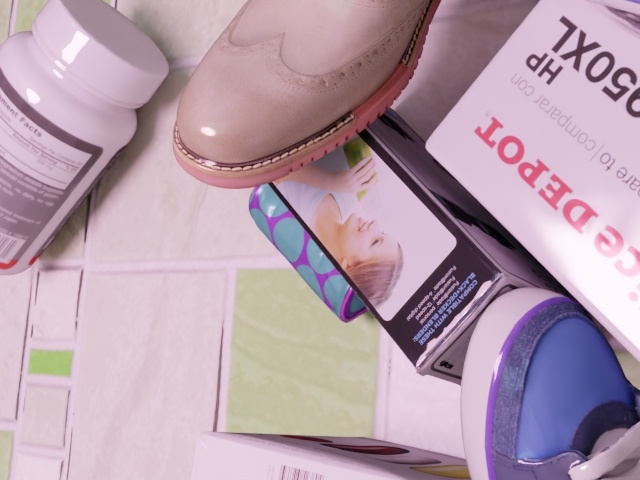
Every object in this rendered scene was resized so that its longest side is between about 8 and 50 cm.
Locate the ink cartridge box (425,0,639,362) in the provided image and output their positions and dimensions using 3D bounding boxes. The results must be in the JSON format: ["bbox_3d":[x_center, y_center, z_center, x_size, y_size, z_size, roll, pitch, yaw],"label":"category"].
[{"bbox_3d":[0.302,-0.106,0.630,0.395,0.166,0.285,-52,55,17],"label":"ink cartridge box"}]

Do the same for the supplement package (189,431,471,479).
[{"bbox_3d":[0.037,0.227,0.736,0.194,0.203,0.149,6,83,37],"label":"supplement package"}]

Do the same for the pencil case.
[{"bbox_3d":[0.000,0.000,0.897,0.152,0.064,0.070,46,124,33],"label":"pencil case"}]

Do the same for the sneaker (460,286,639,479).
[{"bbox_3d":[0.217,0.186,0.582,0.236,0.130,0.323,4,112,56],"label":"sneaker"}]

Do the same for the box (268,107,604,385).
[{"bbox_3d":[0.063,-0.016,0.778,0.087,0.169,0.290,-49,51,14],"label":"box"}]

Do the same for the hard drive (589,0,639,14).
[{"bbox_3d":[0.248,-0.217,0.563,0.318,0.040,0.210,28,96,38],"label":"hard drive"}]

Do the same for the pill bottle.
[{"bbox_3d":[-0.296,-0.113,1.080,0.283,0.161,0.161,-48,57,19],"label":"pill bottle"}]

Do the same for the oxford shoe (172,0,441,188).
[{"bbox_3d":[0.023,-0.208,0.719,0.140,0.146,0.397,26,66,26],"label":"oxford shoe"}]
